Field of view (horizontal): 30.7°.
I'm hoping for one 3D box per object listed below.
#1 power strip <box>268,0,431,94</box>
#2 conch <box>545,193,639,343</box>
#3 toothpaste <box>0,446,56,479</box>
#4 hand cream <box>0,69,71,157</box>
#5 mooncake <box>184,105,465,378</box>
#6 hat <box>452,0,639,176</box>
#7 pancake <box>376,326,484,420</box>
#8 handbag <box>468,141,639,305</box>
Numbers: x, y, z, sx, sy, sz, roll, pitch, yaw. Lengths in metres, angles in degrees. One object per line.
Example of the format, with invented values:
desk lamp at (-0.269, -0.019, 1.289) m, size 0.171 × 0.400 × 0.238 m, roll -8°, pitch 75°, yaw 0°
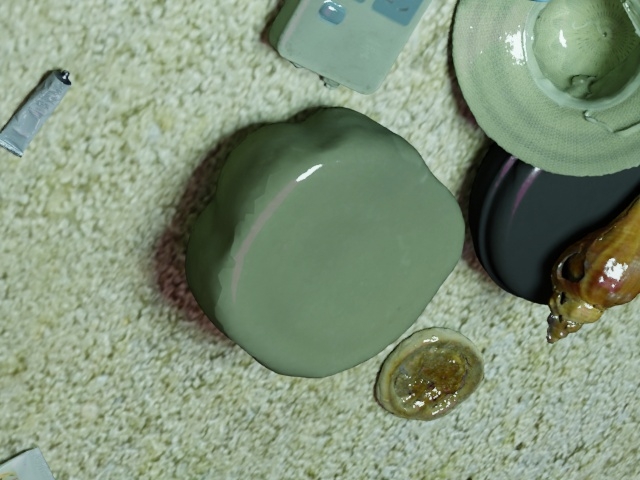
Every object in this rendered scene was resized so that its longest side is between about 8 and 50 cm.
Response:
power strip at (0.056, -0.256, 1.058) m, size 0.118 × 0.046 × 0.270 m, roll 19°, pitch 112°, yaw -32°
conch at (0.314, 0.015, 1.207) m, size 0.232 × 0.080 × 0.086 m, roll -36°, pitch 135°, yaw 1°
toothpaste at (-0.429, 0.310, 1.219) m, size 0.314 × 0.056 × 0.058 m, roll -24°, pitch 168°, yaw -12°
hand cream at (-0.252, -0.115, 1.038) m, size 0.030 × 0.019 × 0.093 m, roll 30°, pitch 113°, yaw -37°
mooncake at (0.000, 0.000, 1.148) m, size 0.275 × 0.135 × 0.275 m, roll -12°, pitch 123°, yaw -20°
hat at (0.262, -0.194, 1.138) m, size 0.110 × 0.252 × 0.252 m, roll -32°, pitch 144°, yaw -57°
pancake at (0.130, 0.162, 1.376) m, size 0.139 × 0.022 × 0.139 m, roll -11°, pitch 125°, yaw -16°
handbag at (0.304, -0.052, 1.269) m, size 0.308 × 0.093 × 0.254 m, roll -8°, pitch 122°, yaw -19°
